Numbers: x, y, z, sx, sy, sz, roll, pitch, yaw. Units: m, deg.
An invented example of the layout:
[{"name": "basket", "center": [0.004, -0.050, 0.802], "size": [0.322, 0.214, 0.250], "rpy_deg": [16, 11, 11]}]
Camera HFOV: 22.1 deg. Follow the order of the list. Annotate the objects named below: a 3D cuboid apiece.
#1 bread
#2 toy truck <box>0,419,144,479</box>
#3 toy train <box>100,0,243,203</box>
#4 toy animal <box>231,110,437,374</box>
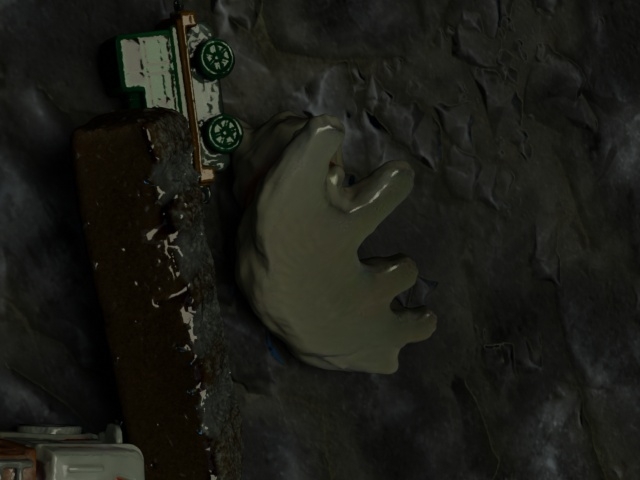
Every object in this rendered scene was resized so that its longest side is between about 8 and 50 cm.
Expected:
[{"name": "bread", "center": [-0.158, 0.073, 1.674], "size": [0.113, 0.165, 0.416], "rpy_deg": [-8, 102, 7]}, {"name": "toy truck", "center": [-0.349, 0.255, 1.535], "size": [0.387, 0.207, 0.173], "rpy_deg": [4, 85, -34]}, {"name": "toy train", "center": [-0.162, -0.149, 1.762], "size": [0.136, 0.091, 0.228], "rpy_deg": [-5, 91, -24]}, {"name": "toy animal", "center": [0.000, 0.000, 1.841], "size": [0.308, 0.188, 0.266], "rpy_deg": [22, 96, -42]}]
